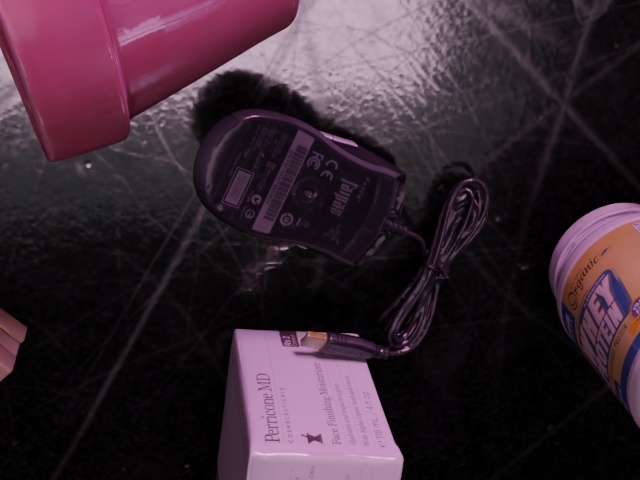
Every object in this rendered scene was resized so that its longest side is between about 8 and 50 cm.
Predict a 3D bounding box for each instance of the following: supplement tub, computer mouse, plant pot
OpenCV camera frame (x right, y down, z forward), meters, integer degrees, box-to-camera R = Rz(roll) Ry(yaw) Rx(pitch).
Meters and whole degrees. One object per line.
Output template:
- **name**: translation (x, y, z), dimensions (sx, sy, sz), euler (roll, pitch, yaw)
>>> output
- **supplement tub**: translation (0.284, 0.063, 0.712), dimensions (0.145, 0.199, 0.144), euler (-4, 116, -8)
- **computer mouse**: translation (0.000, 0.000, 0.712), dimensions (0.262, 0.060, 0.184), euler (15, 105, -28)
- **plant pot**: translation (-0.120, -0.172, 0.544), dimensions (0.180, 0.201, 0.201), euler (-22, 119, -16)

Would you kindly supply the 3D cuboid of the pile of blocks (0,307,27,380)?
- **pile of blocks**: translation (-0.349, 0.002, 0.624), dimensions (0.149, 0.112, 0.362), euler (-18, 117, -1)

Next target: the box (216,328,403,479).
- **box**: translation (-0.020, 0.197, 0.737), dimensions (0.119, 0.181, 0.181), euler (3, 115, -12)
